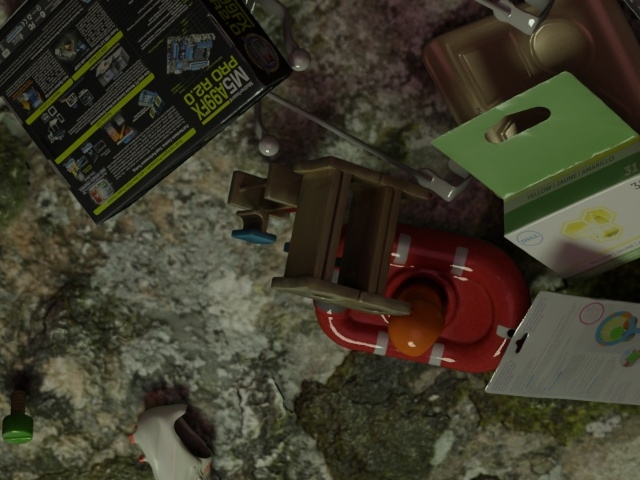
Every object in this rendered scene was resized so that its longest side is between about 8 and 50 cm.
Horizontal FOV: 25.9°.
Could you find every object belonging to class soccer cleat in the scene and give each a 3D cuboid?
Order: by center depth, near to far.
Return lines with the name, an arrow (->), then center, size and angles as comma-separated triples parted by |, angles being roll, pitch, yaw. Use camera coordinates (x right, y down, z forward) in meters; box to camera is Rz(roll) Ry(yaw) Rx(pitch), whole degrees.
soccer cleat -> -0.151, 0.279, 1.606 | 0.076, 0.068, 0.196 | -21, 106, 10

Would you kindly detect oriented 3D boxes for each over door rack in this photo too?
over door rack -> 0.031, -0.180, 1.338 | 0.324, 0.108, 0.239 | 22, 131, -1

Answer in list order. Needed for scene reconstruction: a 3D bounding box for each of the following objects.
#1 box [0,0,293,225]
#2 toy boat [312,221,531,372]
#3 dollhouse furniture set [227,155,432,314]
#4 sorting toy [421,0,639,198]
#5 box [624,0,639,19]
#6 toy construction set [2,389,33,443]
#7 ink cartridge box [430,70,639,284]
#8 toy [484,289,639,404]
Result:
box -> -0.188, -0.171, 1.348 | 0.270, 0.060, 0.216 | -36, 92, 35
toy boat -> 0.105, 0.072, 1.447 | 0.231, 0.151, 0.151 | 10, 113, 2
dollhouse furniture set -> 0.000, 0.000, 1.399 | 0.129, 0.184, 0.129 | 17, 79, -32
sorting toy -> 0.229, -0.149, 1.380 | 0.208, 0.038, 0.193 | -18, 111, 36
box -> 0.338, -0.226, 1.303 | 0.077, 0.147, 0.180 | -39, 104, 18
toy construction set -> -0.499, 0.249, 1.477 | 0.257, 0.237, 0.309 | -21, 144, 20
ink cartridge box -> 0.244, -0.054, 1.351 | 0.171, 0.056, 0.235 | -27, 137, 37
toy -> 0.293, 0.105, 1.458 | 0.237, 0.056, 0.137 | 10, 122, -23
